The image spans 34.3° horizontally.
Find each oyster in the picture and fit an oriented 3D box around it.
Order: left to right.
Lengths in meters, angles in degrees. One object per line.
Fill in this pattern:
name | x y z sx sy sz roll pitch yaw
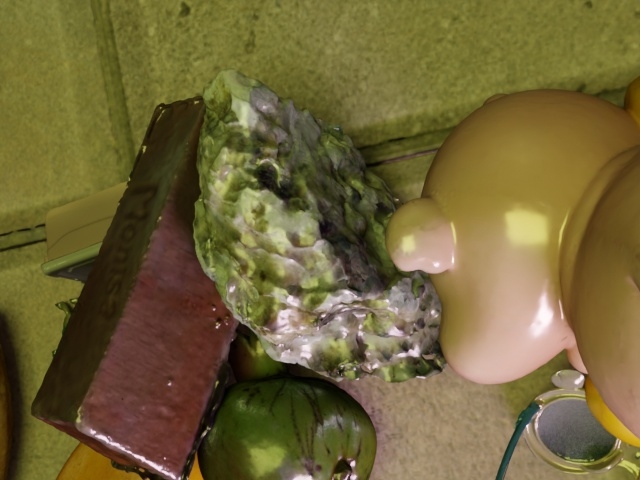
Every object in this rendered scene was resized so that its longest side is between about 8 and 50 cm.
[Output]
oyster | 0.000 0.000 0.826 0.268 0.112 0.198 29 64 -20

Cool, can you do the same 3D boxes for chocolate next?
chocolate | -0.128 0.035 0.858 0.112 0.112 0.321 0 65 45

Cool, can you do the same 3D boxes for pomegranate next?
pomegranate | -0.034 0.149 0.887 0.131 0.152 0.191 -29 60 24

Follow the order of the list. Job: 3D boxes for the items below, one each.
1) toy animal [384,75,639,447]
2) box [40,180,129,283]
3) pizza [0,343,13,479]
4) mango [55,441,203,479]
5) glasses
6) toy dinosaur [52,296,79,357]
toy animal | 0.170 0.028 0.723 0.247 0.345 0.277 7 123 9
box | -0.194 -0.007 0.967 0.122 0.089 0.062 -19 73 19
pizza | -0.448 0.232 1.051 0.278 0.114 0.408 36 99 11
mango | -0.168 0.251 0.930 0.187 0.138 0.257 -7 71 45
glasses | 0.202 0.228 0.780 0.190 0.220 0.088 34 140 15
toy dinosaur | -0.215 0.077 1.010 0.120 0.029 0.060 -19 100 13
